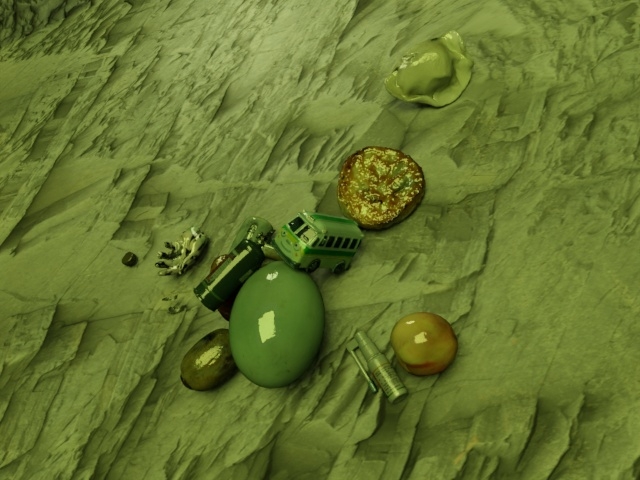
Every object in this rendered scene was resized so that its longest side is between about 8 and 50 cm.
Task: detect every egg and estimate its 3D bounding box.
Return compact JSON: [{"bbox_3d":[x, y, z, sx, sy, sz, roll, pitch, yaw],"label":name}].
[{"bbox_3d":[-0.125,0.235,1.465,0.276,0.276,0.389,-7,50,15],"label":"egg"}]

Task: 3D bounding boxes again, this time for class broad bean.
[{"bbox_3d":[-0.290,0.155,1.608,0.122,0.228,0.156,-5,27,35],"label":"broad bean"}]

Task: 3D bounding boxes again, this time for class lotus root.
[{"bbox_3d":[-0.310,0.347,1.555,0.278,0.154,0.154,-37,58,-12],"label":"lotus root"}]

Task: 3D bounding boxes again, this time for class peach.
[{"bbox_3d":[0.285,0.280,1.373,0.184,0.184,0.184,-8,62,14],"label":"peach"}]

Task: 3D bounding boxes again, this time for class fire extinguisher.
[{"bbox_3d":[-0.240,0.070,1.473,0.093,0.118,0.294,44,86,-10],"label":"fire extinguisher"}]

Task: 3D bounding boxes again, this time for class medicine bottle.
[{"bbox_3d":[0.156,0.366,1.441,0.092,0.061,0.221,-43,57,16],"label":"medicine bottle"}]

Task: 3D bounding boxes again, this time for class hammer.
[{"bbox_3d":[-0.152,0.042,1.684,0.305,0.113,0.202,18,73,20],"label":"hammer"}]

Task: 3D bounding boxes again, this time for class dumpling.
[{"bbox_3d":[0.395,-0.592,1.820,0.318,0.187,0.243,-38,98,5],"label":"dumpling"}]

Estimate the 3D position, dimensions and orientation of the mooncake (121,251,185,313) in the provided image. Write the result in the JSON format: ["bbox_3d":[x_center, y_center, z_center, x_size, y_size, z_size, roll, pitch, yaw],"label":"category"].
[{"bbox_3d":[-0.610,0.141,1.803,0.150,0.057,0.347,-40,61,10],"label":"mooncake"}]

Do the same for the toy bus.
[{"bbox_3d":[0.000,0.000,1.533,0.133,0.276,0.165,44,112,31],"label":"toy bus"}]

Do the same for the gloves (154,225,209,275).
[{"bbox_3d":[-0.493,0.048,1.788,0.127,0.111,0.212,39,76,5],"label":"gloves"}]

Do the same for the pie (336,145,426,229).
[{"bbox_3d":[0.202,-0.179,1.689,0.315,0.092,0.315,-5,65,10],"label":"pie"}]
